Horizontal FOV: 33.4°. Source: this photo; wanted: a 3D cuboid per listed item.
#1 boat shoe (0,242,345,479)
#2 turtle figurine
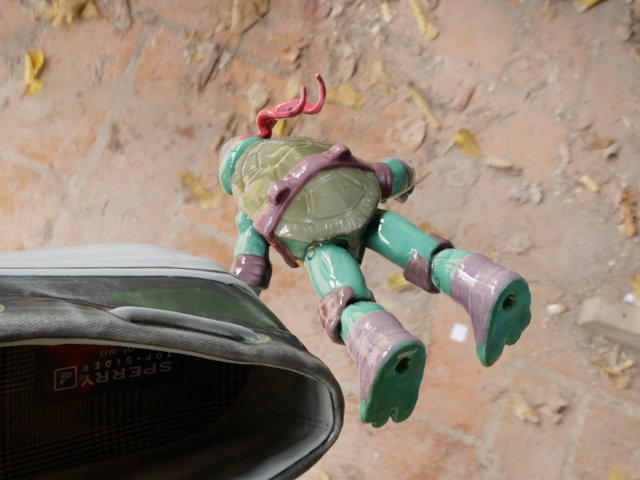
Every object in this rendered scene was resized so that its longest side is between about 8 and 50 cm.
[{"bbox_3d":[-0.135,0.060,0.332,0.335,0.119,0.121,-13,110,-38],"label":"boat shoe"},{"bbox_3d":[0.000,0.000,0.620,0.175,0.118,0.234,-40,48,-12],"label":"turtle figurine"}]
